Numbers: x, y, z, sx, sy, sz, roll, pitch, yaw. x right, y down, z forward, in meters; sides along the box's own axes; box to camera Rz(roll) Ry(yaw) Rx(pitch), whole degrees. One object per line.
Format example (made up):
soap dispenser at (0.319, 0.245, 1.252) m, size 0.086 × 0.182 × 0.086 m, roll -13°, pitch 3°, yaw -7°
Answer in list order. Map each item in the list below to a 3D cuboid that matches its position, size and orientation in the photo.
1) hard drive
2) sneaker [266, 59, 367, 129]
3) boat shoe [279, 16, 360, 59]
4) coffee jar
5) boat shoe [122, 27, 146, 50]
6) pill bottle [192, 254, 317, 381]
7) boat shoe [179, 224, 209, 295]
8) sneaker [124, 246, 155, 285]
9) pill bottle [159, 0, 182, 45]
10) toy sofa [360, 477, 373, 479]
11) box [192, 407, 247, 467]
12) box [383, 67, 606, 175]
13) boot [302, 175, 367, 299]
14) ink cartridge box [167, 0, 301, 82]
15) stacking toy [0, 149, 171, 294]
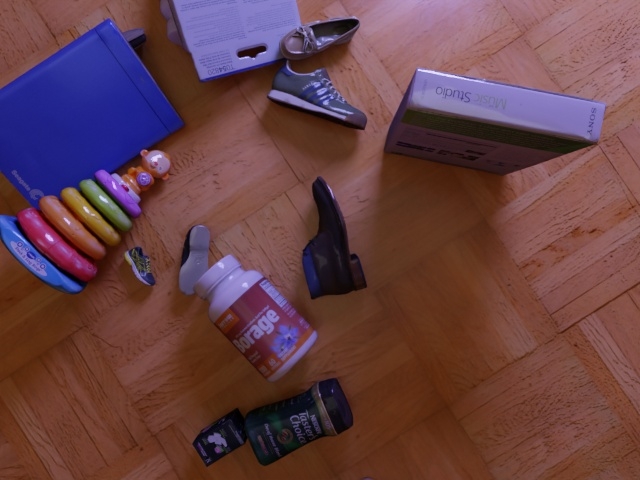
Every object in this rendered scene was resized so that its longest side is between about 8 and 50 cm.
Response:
hard drive at (-0.443, -0.215, 0.831) m, size 0.318 × 0.040 × 0.210 m, roll -33°, pitch 112°, yaw 1°
sneaker at (0.002, -0.271, 0.836) m, size 0.192 × 0.064 × 0.086 m, roll 19°, pitch 95°, yaw 6°
boat shoe at (-0.002, -0.370, 0.827) m, size 0.153 × 0.048 × 0.056 m, roll -20°, pitch 100°, yaw -16°
coffee jar at (-0.037, 0.323, 0.825) m, size 0.184 × 0.079 × 0.096 m, roll -24°, pitch 89°, yaw 1°
boat shoe at (-0.409, -0.327, 0.868) m, size 0.206 × 0.075 × 0.065 m, roll -35°, pitch 130°, yaw -3°
pill bottle at (-0.118, 0.133, 0.809) m, size 0.121 × 0.121 × 0.216 m, roll -45°, pitch 88°, yaw 1°
boat shoe at (-0.236, 0.036, 0.857) m, size 0.048 × 0.042 × 0.133 m, roll 10°, pitch 91°, yaw -23°
sneaker at (-0.335, 0.048, 0.864) m, size 0.035 × 0.031 × 0.083 m, roll -38°, pitch 88°, yaw 1°
pill bottle at (-0.244, -0.451, 0.835) m, size 0.094 × 0.094 × 0.170 m, roll -1°, pitch 89°, yaw 2°
toy sofa at (-0.019, 0.583, 0.786) m, size 0.362 × 0.150 × 0.177 m, roll -23°, pitch 90°, yaw 2°
box at (-0.180, 0.359, 0.838) m, size 0.083 × 0.062 × 0.052 m, roll -32°, pitch 90°, yaw 1°
box at (0.228, -0.164, 0.699) m, size 0.232 × 0.322 × 0.059 m, roll 12°, pitch 93°, yaw 2°
boot at (0.000, 0.000, 0.826) m, size 0.106 × 0.082 × 0.219 m, roll -20°, pitch 90°, yaw -1°
ink cartridge box at (-0.150, -0.415, 0.803) m, size 0.223 × 0.045 × 0.224 m, roll -22°, pitch 112°, yaw -20°
stacking toy at (-0.389, -0.059, 0.824) m, size 0.302 × 0.165 × 0.175 m, roll -43°, pitch 104°, yaw -15°
